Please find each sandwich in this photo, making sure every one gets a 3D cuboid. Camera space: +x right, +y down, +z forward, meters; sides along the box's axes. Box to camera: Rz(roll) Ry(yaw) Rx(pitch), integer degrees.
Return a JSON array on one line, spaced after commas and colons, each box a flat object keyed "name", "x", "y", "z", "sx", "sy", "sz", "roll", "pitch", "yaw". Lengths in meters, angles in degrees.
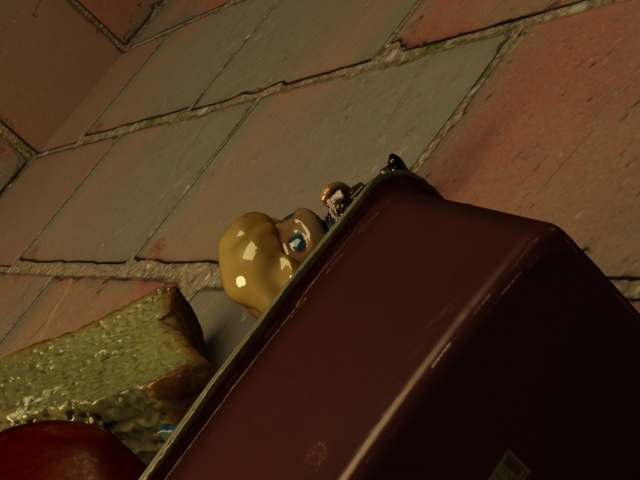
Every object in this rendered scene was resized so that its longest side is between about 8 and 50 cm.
[{"name": "sandwich", "x": -0.211, "y": 0.158, "z": 1.305, "sx": 0.254, "sy": 0.100, "sz": 0.288, "roll": -25, "pitch": 17, "yaw": -8}]

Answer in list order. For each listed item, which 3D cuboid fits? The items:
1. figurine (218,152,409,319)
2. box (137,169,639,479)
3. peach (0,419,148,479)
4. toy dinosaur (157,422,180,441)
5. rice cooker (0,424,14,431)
[{"name": "figurine", "x": 0.000, "y": 0.000, "z": 1.255, "sx": 0.196, "sy": 0.108, "sz": 0.114, "roll": -33, "pitch": 59, "yaw": 17}, {"name": "box", "x": 0.054, "y": 0.117, "z": 0.770, "sx": 0.294, "sy": 0.193, "sz": 0.167, "roll": -52, "pitch": 25, "yaw": -15}, {"name": "peach", "x": -0.188, "y": 0.244, "z": 0.968, "sx": 0.243, "sy": 0.243, "sz": 0.199, "roll": -37, "pitch": -16, "yaw": 27}, {"name": "toy dinosaur", "x": -0.064, "y": 0.172, "z": 1.086, "sx": 0.144, "sy": 0.076, "sz": 0.329, "roll": -32, "pitch": 16, "yaw": 19}, {"name": "rice cooker", "x": -0.313, "y": 0.253, "z": 1.175, "sx": 0.206, "sy": 0.127, "sz": 0.145, "roll": -43, "pitch": 19, "yaw": 5}]
